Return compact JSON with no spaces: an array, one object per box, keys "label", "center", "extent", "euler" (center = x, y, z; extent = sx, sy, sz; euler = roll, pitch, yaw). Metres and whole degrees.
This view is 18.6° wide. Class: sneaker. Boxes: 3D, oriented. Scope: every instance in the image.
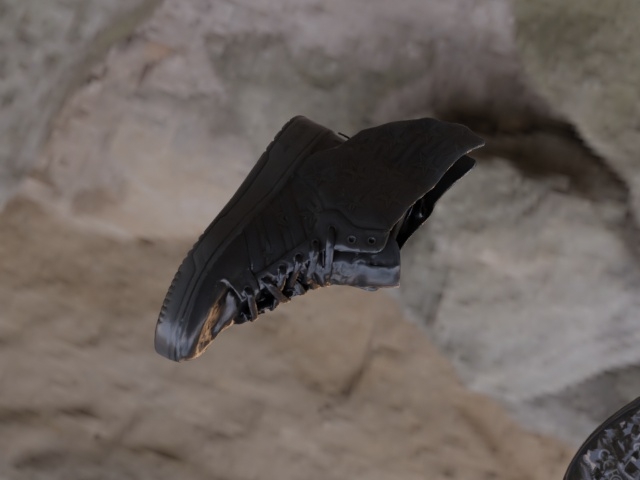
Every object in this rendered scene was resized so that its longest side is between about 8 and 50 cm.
[{"label":"sneaker","center":[0.000,0.001,0.926],"extent":[0.089,0.170,0.051],"euler":[28,155,12]}]

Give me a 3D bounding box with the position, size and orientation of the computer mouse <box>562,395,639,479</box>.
[{"label":"computer mouse","center":[0.177,0.056,0.624],"extent":[0.242,0.071,0.041],"euler":[-28,166,31]}]
